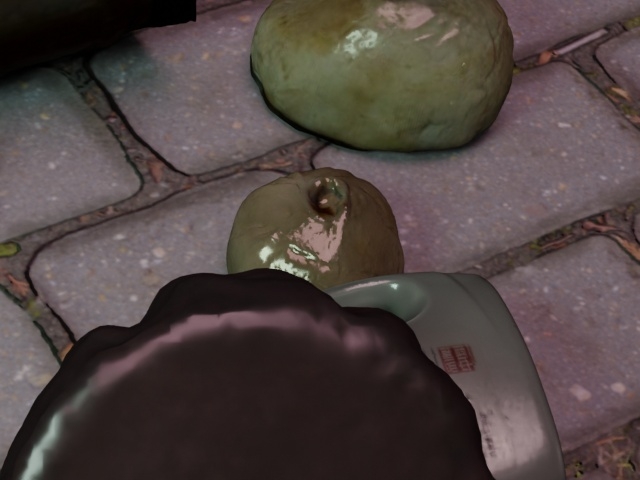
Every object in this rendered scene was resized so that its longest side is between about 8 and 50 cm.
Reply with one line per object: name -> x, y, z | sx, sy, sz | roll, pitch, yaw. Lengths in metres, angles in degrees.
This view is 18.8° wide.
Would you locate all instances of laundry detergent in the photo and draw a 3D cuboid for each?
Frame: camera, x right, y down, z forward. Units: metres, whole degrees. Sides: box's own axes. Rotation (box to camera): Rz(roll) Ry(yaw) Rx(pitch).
laundry detergent -> -0.013, 0.157, 1.646 | 0.398, 0.124, 0.264 | -7, 59, -16

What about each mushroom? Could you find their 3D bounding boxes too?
mushroom -> 0.063, -0.205, 1.971 | 0.267, 0.164, 0.189 | 27, 47, 12

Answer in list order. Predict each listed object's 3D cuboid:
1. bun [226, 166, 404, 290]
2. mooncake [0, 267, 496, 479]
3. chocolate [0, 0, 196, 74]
bun -> 0.000, 0.000, 1.800 | 0.167, 0.113, 0.173 | 15, 48, 1
mooncake -> -0.049, 0.201, 1.441 | 0.381, 0.212, 0.350 | 23, 88, -12
chocolate -> -0.350, -0.311, 1.853 | 0.331, 0.383, 0.384 | -32, 61, -28
